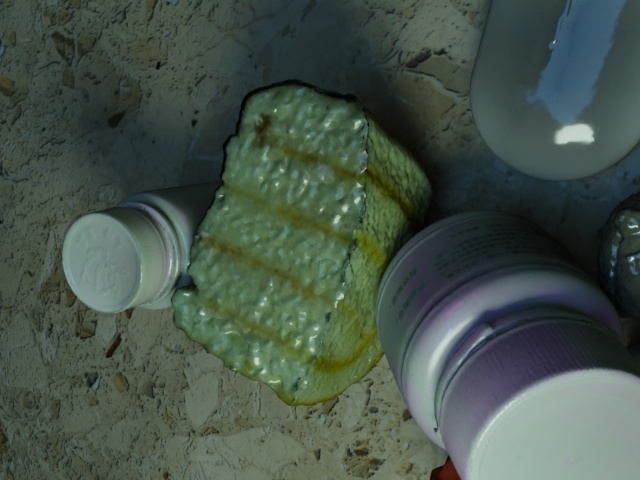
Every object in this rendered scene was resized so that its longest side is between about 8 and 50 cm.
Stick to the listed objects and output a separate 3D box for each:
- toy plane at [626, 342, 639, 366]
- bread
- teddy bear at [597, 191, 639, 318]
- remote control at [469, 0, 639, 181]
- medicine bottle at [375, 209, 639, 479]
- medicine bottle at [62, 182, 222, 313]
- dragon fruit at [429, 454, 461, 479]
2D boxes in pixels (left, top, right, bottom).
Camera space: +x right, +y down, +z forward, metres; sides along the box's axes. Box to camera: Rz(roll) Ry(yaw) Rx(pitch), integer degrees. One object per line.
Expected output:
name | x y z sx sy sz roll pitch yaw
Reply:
toy plane | 0.437 0.218 0.996 0.252 0.118 0.252 -2 62 5
bread | 0.005 -0.008 1.162 0.239 0.264 0.395 28 108 30
teddy bear | 0.448 0.027 0.976 0.267 0.151 0.235 11 74 12
remote control | 0.301 -0.233 1.041 0.221 0.103 0.331 19 107 18
medicine bottle | 0.214 0.136 0.974 0.256 0.325 0.256 -5 117 -10
medicine bottle | -0.215 0.009 1.256 0.170 0.293 0.170 5 101 26
dragon fruit | 0.239 0.323 1.101 0.224 0.227 0.224 12 116 25
